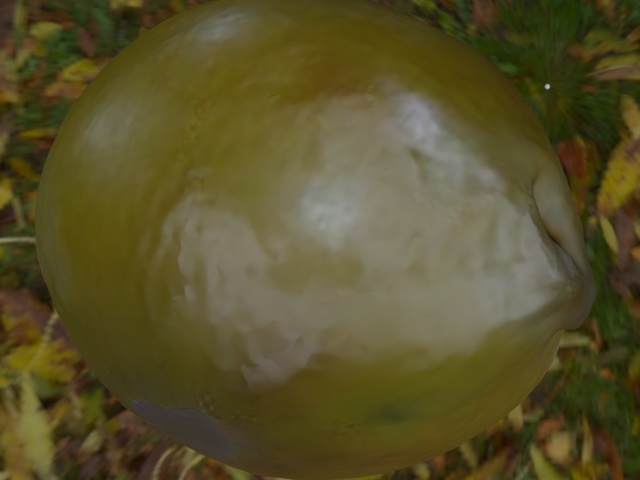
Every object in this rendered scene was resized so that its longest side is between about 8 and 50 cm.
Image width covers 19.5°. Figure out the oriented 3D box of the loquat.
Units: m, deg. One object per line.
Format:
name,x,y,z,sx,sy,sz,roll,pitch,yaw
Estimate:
loquat,0.000,0.000,0.548,0.195,0.152,0.152,-5,95,46
